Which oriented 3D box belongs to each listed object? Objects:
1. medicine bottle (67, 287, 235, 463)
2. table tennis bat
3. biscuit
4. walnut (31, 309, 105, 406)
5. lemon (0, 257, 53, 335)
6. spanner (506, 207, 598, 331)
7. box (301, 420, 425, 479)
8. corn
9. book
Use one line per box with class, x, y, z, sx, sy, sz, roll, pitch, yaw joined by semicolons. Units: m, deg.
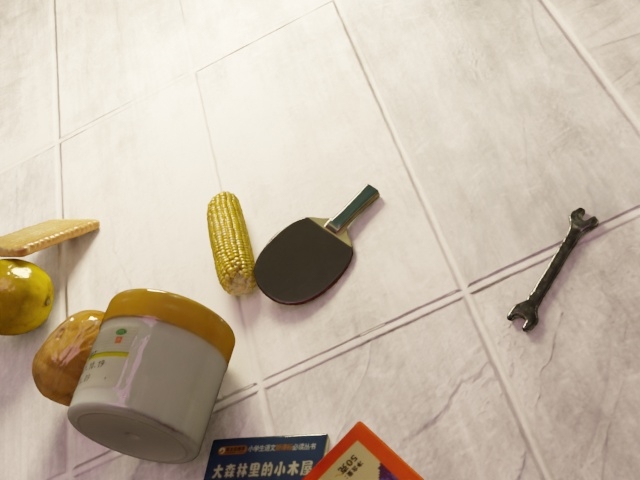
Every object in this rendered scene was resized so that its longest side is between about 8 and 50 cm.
medicine bottle;-0.291;0.237;1.643;0.238;0.238;0.232;-3;53;28
table tennis bat;0.000;0.000;1.811;0.173;0.022;0.301;35;71;31
biscuit;-0.621;-0.006;2.087;0.160;0.030;0.249;0;16;29
walnut;-0.452;0.225;1.805;0.165;0.165;0.197;11;59;36
lemon;-0.662;0.121;1.998;0.207;0.170;0.170;-3;52;18
spanner;0.388;0.045;1.575;0.054;0.015;0.254;19;65;40
box;0.062;0.483;1.182;0.348;0.318;0.257;-43;47;-10
corn;-0.180;0.005;1.885;0.081;0.081;0.248;-26;46;9
book;-0.112;0.461;1.511;0.228;0.018;0.322;-8;51;24
